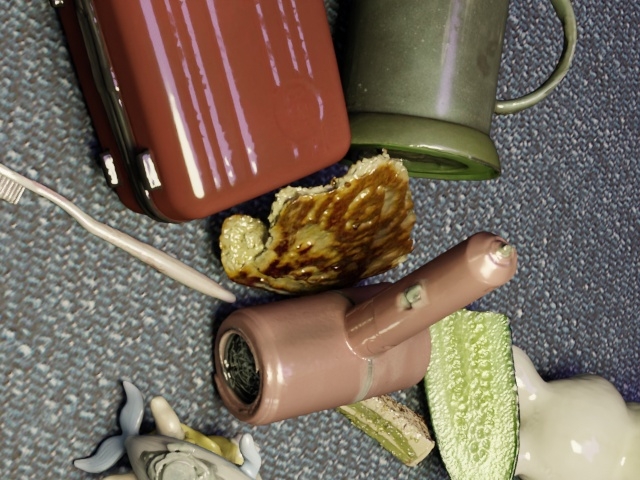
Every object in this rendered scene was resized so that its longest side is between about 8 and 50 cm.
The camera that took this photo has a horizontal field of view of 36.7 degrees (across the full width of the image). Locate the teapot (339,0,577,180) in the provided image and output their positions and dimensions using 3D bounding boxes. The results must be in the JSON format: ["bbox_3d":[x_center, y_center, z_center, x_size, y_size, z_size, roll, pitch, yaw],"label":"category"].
[{"bbox_3d":[0.145,-0.241,1.053,0.270,0.200,0.337,8,86,0],"label":"teapot"}]

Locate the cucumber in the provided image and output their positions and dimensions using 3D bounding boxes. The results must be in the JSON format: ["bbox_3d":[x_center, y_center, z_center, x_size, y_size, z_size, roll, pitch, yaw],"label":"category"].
[{"bbox_3d":[0.183,0.202,1.177,0.115,0.063,0.244,-4,79,6],"label":"cucumber"}]

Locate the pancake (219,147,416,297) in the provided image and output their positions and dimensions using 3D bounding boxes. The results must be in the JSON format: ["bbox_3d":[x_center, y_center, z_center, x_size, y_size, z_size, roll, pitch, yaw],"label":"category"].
[{"bbox_3d":[0.000,0.000,1.033,0.212,0.056,0.257,-26,148,-6],"label":"pancake"}]

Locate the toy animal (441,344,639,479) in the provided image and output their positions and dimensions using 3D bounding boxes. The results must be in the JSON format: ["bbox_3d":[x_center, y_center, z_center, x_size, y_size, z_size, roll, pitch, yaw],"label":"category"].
[{"bbox_3d":[0.350,0.264,1.239,0.367,0.241,0.196,16,78,8],"label":"toy animal"}]

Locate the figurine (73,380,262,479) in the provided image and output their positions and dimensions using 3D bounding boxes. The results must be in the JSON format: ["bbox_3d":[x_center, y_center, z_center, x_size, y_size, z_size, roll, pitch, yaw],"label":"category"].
[{"bbox_3d":[-0.127,0.229,0.950,0.208,0.184,0.128,31,80,4],"label":"figurine"}]

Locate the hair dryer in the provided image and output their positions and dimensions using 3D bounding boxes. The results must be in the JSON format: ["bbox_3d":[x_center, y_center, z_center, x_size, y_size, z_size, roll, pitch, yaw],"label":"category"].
[{"bbox_3d":[0.056,0.072,0.949,0.210,0.352,0.125,-7,70,-35],"label":"hair dryer"}]

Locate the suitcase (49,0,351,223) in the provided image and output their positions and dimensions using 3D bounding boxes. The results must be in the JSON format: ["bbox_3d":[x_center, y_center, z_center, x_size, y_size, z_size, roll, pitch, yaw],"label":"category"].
[{"bbox_3d":[-0.110,-0.181,0.907,0.236,0.161,0.297,-24,107,-33],"label":"suitcase"}]

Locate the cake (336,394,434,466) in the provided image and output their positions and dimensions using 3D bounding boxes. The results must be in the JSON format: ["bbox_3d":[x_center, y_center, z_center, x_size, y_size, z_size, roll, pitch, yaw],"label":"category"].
[{"bbox_3d":[0.072,0.209,1.152,0.140,0.055,0.051,40,107,-18],"label":"cake"}]

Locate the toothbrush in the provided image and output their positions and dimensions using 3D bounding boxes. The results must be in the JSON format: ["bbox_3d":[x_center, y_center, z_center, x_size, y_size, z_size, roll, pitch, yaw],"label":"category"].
[{"bbox_3d":[-0.202,0.000,0.938,0.307,0.025,0.029,32,83,-34],"label":"toothbrush"}]
